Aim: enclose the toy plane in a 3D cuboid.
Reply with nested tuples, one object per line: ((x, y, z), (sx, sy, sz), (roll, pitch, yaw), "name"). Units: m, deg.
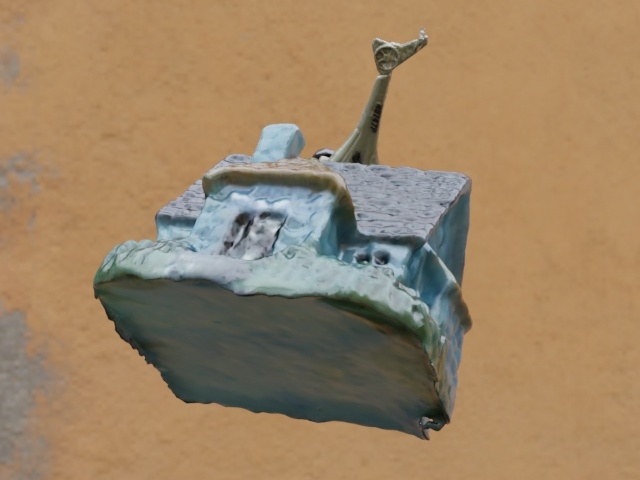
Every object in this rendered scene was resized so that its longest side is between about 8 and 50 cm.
((0.042, -0.087, 1.343), (0.108, 0.286, 0.092), (16, 21, 3), "toy plane")

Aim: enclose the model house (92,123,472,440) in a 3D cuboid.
((0.000, 0.000, 1.017), (0.261, 0.241, 0.226), (6, -32, 22), "model house")
